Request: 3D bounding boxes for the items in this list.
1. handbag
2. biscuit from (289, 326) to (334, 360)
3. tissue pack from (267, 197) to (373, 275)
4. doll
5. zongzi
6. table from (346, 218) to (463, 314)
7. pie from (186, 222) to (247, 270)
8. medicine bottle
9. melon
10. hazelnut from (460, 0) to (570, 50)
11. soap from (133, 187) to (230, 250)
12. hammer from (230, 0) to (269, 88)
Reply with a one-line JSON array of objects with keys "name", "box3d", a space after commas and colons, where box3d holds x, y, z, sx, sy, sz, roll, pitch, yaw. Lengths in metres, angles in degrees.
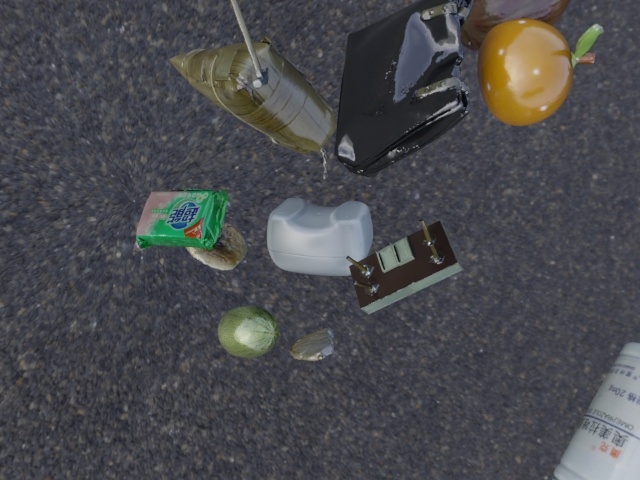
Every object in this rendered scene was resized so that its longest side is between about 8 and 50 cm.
[{"name": "handbag", "box3d": [0.170, -0.311, 1.085, 0.152, 0.288, 0.341, 16, 72, -34]}, {"name": "biscuit", "box3d": [-0.028, 0.324, 1.753, 0.142, 0.290, 0.038, -14, 95, 2]}, {"name": "tissue pack", "box3d": [0.000, 0.000, 1.856, 0.334, 0.229, 0.235, 4, 116, 16]}, {"name": "doll", "box3d": [0.439, -0.342, 1.132, 0.236, 0.213, 0.213, -7, 98, 25]}, {"name": "zongzi", "box3d": [-0.188, -0.445, 1.817, 0.500, 0.467, 0.218, 37, 83, -44]}, {"name": "table", "box3d": [0.171, 0.047, 1.248, 0.240, 0.121, 0.111, -29, 141, 17]}, {"name": "pie", "box3d": [-0.341, 0.021, 1.858, 0.218, 0.052, 0.185, 1, 58, -41]}, {"name": "medicine bottle", "box3d": [0.486, 0.343, 0.862, 0.190, 0.190, 0.332, 35, 83, -17]}, {"name": "melon", "box3d": [-0.191, 0.235, 1.460, 0.139, 0.192, 0.139, 7, 81, -48]}, {"name": "hazelnut", "box3d": [0.508, -0.758, 1.581, 0.403, 0.429, 0.401, -5, 67, 12]}, {"name": "soap", "box3d": [-0.416, -0.059, 1.686, 0.098, 0.274, 0.217, 36, 62, -56]}, {"name": "hammer", "box3d": [-0.131, -0.366, 1.005, 0.017, 0.062, 0.181, -11, 111, 20]}]
